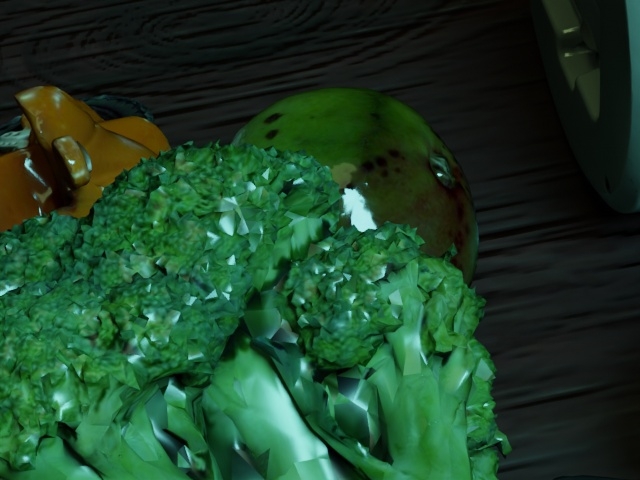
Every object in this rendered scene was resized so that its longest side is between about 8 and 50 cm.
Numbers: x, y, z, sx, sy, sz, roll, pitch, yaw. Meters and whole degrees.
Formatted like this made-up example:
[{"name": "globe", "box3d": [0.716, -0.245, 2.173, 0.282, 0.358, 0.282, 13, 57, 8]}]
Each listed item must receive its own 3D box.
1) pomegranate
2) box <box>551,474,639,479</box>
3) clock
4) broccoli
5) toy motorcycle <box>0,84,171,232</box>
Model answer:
[{"name": "pomegranate", "box3d": [0.007, -0.002, 0.743, 0.130, 0.130, 0.130, -2, 50, 3]}, {"name": "box", "box3d": [0.190, 0.217, 0.567, 0.289, 0.073, 0.290, 4, 50, 7]}, {"name": "clock", "box3d": [0.142, -0.128, 0.756, 0.083, 0.230, 0.230, -11, 50, 0]}, {"name": "broccoli", "box3d": [-0.028, 0.112, 0.550, 0.270, 0.270, 0.270, -32, 43, -20]}, {"name": "toy motorcycle", "box3d": [-0.189, 0.028, 0.720, 0.326, 0.147, 0.221, -27, 31, -19]}]
